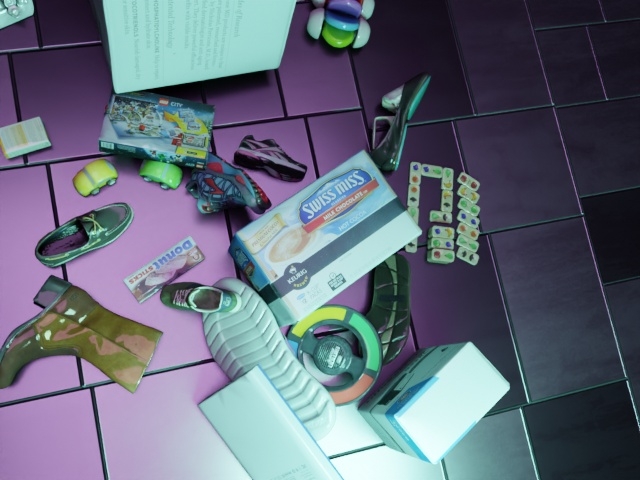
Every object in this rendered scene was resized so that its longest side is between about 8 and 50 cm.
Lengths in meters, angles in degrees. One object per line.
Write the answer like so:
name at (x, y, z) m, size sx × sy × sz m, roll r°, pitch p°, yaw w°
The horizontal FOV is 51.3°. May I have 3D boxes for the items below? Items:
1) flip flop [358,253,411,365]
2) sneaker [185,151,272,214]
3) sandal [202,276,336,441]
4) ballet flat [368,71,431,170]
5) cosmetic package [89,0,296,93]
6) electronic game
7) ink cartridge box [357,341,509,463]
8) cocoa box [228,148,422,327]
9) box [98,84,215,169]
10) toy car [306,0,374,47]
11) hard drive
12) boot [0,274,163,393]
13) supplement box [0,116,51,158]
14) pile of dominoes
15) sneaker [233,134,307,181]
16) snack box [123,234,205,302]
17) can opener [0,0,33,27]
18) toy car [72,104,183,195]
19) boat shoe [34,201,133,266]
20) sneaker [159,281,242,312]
flip flop at (0.159, 0.166, 1.570) m, size 0.112 × 0.080 × 0.277 m, roll 5°, pitch 64°, yaw 11°
sneaker at (-0.210, -0.097, 1.481) m, size 0.125 × 0.262 × 0.104 m, roll -49°, pitch 133°, yaw -8°
sandal at (-0.121, 0.267, 1.476) m, size 0.169 × 0.102 × 0.416 m, roll -39°, pitch 74°, yaw 7°
ballet flat at (0.189, -0.311, 1.659) m, size 0.096 × 0.095 × 0.280 m, roll 20°, pitch 76°, yaw 5°
cosmetic package at (-0.296, -0.570, 1.440) m, size 0.393 × 0.327 × 0.329 m, roll -15°, pitch 70°, yaw -18°
electronic game at (0.027, 0.258, 1.500) m, size 0.229 × 0.048 × 0.229 m, roll -2°, pitch 82°, yaw 13°
ink cartridge box at (0.229, 0.341, 1.433) m, size 0.223 × 0.307 × 0.129 m, roll -41°, pitch 88°, yaw -16°
cocoa box at (0.000, 0.000, 1.484) m, size 0.347 × 0.231 × 0.228 m, roll -34°, pitch 89°, yaw -15°
box at (-0.360, -0.251, 1.486) m, size 0.233 × 0.044 × 0.159 m, roll 10°, pitch 57°, yaw -12°
toy car at (0.057, -0.576, 1.653) m, size 0.159 × 0.136 × 0.182 m, roll 12°, pitch 77°, yaw -10°
hard drive at (-0.103, 0.433, 1.406) m, size 0.319 × 0.210 × 0.040 m, roll 53°, pitch 38°, yaw 1°
boot at (-0.517, 0.249, 1.420) m, size 0.280 × 0.096 × 0.264 m, roll 33°, pitch 67°, yaw -12°
supplement box at (-0.662, -0.229, 1.484) m, size 0.098 × 0.036 × 0.062 m, roll -20°, pitch 84°, yaw -15°
pile of dominoes at (0.314, -0.068, 1.665) m, size 0.196 × 0.040 × 0.251 m, roll 7°, pitch 79°, yaw -11°
sneaker at (-0.111, -0.204, 1.585) m, size 0.178 × 0.072 × 0.077 m, roll 20°, pitch 65°, yaw -14°
snack box at (-0.352, 0.064, 1.505) m, size 0.178 × 0.022 × 0.064 m, roll -36°, pitch 87°, yaw -16°
can opener at (-0.783, -0.497, 1.501) m, size 0.280 × 0.074 × 0.093 m, roll -34°, pitch 54°, yaw -17°
toy car at (-0.423, -0.186, 1.520) m, size 0.225 × 0.053 × 0.239 m, roll 21°, pitch 76°, yaw -7°
boat shoe at (-0.515, -0.017, 1.460) m, size 0.228 × 0.068 × 0.081 m, roll -33°, pitch 88°, yaw -16°
sneaker at (-0.272, 0.121, 1.441) m, size 0.192 × 0.086 × 0.064 m, roll 5°, pitch 83°, yaw 16°
